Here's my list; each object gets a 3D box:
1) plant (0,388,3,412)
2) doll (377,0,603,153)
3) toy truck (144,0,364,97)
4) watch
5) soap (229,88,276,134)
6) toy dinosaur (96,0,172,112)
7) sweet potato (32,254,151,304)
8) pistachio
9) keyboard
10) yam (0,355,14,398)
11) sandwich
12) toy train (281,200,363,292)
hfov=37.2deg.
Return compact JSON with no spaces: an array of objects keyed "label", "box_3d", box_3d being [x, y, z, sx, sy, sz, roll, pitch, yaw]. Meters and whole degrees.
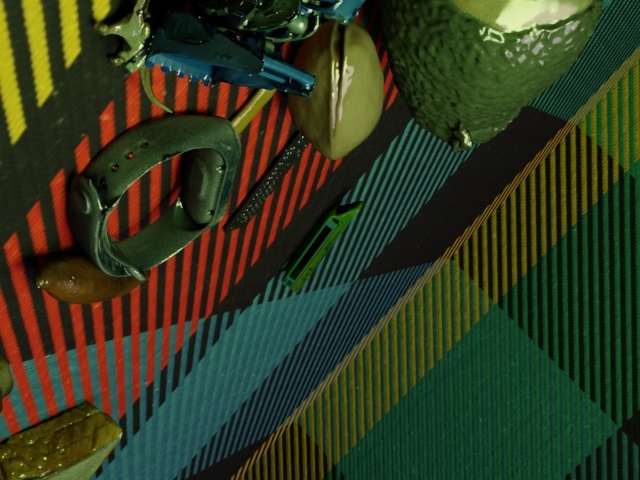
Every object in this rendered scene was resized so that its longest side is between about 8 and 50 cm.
[{"label":"plant","box_3d":[-0.345,0.093,0.762,0.146,0.149,0.275,-37,161,-27]},{"label":"doll","box_3d":[0.180,-0.247,1.074,0.247,0.247,0.349,-39,162,-16]},{"label":"toy truck","box_3d":[-0.038,-0.199,0.784,0.208,0.126,0.113,-52,162,14]},{"label":"watch","box_3d":[-0.176,-0.042,1.000,0.193,0.068,0.206,-28,156,-37]},{"label":"soap","box_3d":[-0.077,-0.147,1.067,0.089,0.012,0.034,-48,165,14]},{"label":"toy dinosaur","box_3d":[-0.153,-0.159,0.786,0.058,0.037,0.180,-32,161,-22]},{"label":"sweet potato","box_3d":[-0.253,0.043,1.059,0.057,0.057,0.264,-45,172,6]},{"label":"pistachio","box_3d":[0.017,-0.170,1.055,0.185,0.108,0.126,91,7,-52]},{"label":"keyboard","box_3d":[-0.063,-0.085,1.285,0.198,0.010,0.063,-51,166,25]},{"label":"yam","box_3d":[-0.394,0.178,0.953,0.061,0.061,0.253,-50,177,22]},{"label":"sandwich","box_3d":[-0.428,0.367,1.425,0.251,0.087,0.226,-52,164,30]},{"label":"toy train","box_3d":[0.000,0.000,1.625,0.209,0.042,0.044,-54,-175,31]}]
